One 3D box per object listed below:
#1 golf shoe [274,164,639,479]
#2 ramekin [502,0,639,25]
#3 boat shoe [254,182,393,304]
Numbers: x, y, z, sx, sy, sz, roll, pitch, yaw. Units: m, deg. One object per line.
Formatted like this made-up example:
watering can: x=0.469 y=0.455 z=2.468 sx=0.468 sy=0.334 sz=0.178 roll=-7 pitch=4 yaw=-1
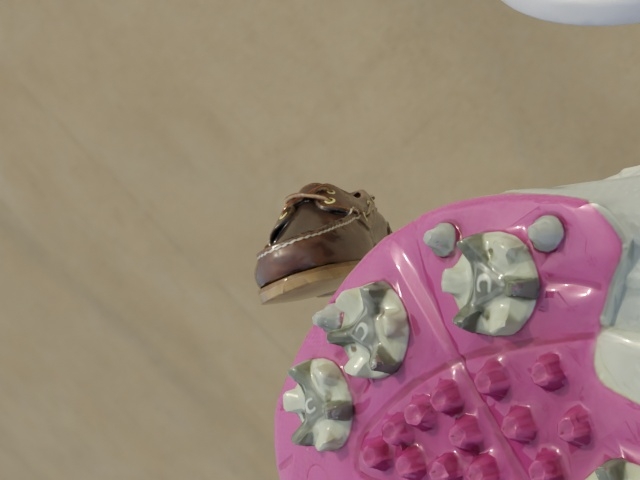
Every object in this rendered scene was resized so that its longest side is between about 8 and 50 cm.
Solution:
golf shoe: x=0.117 y=0.020 z=0.397 sx=0.306 sy=0.140 sz=0.115 roll=-29 pitch=71 yaw=40
ramekin: x=0.206 y=-0.245 z=1.099 sx=0.207 sy=0.207 sz=0.109 roll=21 pitch=140 yaw=42
boat shoe: x=0.000 y=0.000 z=1.021 sx=0.207 sy=0.073 sz=0.073 roll=-2 pitch=-103 yaw=-79
